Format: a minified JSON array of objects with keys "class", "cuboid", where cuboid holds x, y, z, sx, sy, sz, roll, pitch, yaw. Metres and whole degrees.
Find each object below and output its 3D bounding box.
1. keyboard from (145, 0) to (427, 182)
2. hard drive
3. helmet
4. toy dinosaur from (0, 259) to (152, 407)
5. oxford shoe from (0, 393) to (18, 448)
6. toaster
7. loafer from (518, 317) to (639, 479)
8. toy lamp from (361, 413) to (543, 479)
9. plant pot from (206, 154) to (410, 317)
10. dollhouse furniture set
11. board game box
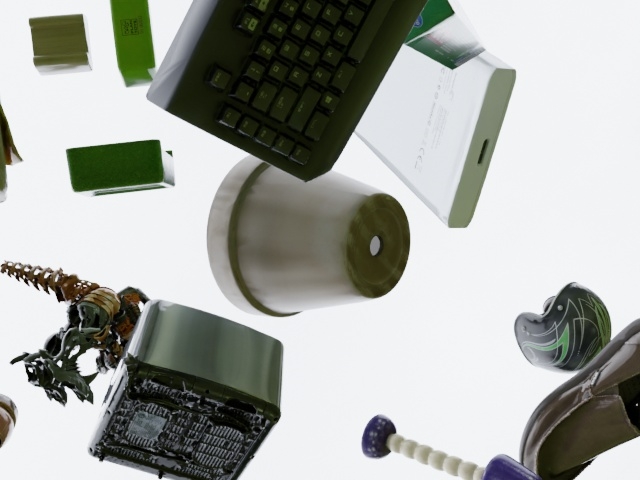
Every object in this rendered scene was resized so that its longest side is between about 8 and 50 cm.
[{"class":"keyboard","cuboid":[0.000,-0.203,0.460,0.202,0.033,0.317,25,-84,-29]},{"class":"hard drive","cuboid":[0.148,-0.203,1.293,0.047,0.353,0.233,-1,-60,-25]},{"class":"helmet","cuboid":[0.468,0.167,1.652,0.169,0.162,0.169,14,-113,-37]},{"class":"toy dinosaur","cuboid":[-0.377,0.148,1.419,0.322,0.164,0.218,31,-118,-1]},{"class":"oxford shoe","cuboid":[-0.429,0.227,0.922,0.212,0.076,0.076,-23,-67,-5]},{"class":"toaster","cuboid":[-0.137,0.162,0.912,0.168,0.110,0.185,20,-51,-14]},{"class":"loafer","cuboid":[0.483,0.290,1.491,0.134,0.130,0.366,33,-80,-23]},{"class":"toy lamp","cuboid":[0.182,0.314,1.229,0.080,0.275,0.080,-14,-72,-47]},{"class":"plant pot","cuboid":[0.000,0.000,1.608,0.323,0.280,0.323,-10,-76,-47]},{"class":"dollhouse furniture set","cuboid":[-0.305,-0.134,0.851,0.302,0.151,0.197,-7,-86,-7]},{"class":"board game box","cuboid":[0.064,-0.260,0.770,0.213,0.046,0.317,61,-164,0]}]
